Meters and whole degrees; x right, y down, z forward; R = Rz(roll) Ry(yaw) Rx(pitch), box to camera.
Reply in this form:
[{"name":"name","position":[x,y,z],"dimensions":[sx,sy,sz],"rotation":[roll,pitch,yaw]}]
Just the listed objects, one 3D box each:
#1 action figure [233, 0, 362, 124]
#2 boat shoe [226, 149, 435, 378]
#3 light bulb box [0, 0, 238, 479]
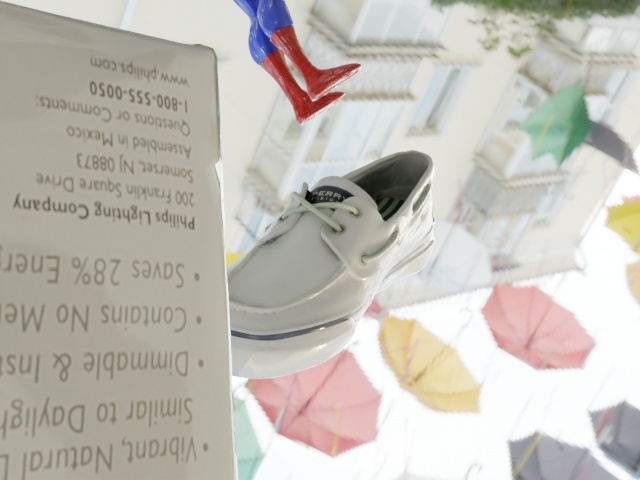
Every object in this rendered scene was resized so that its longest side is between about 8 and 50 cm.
[{"name":"action figure","position":[-0.043,-0.247,0.902],"dimensions":[0.139,0.091,0.280],"rotation":[-35,-94,-21]},{"name":"boat shoe","position":[0.000,0.000,0.620],"dimensions":[0.083,0.076,0.226],"rotation":[16,-156,20]},{"name":"light bulb box","position":[-0.222,0.107,0.343],"dimensions":[0.225,0.361,0.358],"rotation":[-10,170,42]}]
